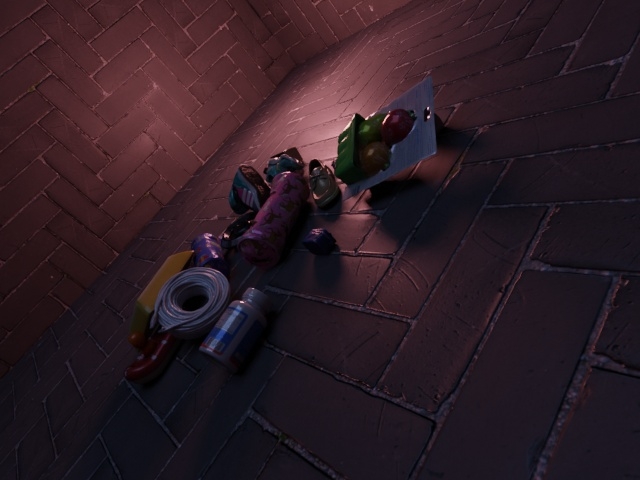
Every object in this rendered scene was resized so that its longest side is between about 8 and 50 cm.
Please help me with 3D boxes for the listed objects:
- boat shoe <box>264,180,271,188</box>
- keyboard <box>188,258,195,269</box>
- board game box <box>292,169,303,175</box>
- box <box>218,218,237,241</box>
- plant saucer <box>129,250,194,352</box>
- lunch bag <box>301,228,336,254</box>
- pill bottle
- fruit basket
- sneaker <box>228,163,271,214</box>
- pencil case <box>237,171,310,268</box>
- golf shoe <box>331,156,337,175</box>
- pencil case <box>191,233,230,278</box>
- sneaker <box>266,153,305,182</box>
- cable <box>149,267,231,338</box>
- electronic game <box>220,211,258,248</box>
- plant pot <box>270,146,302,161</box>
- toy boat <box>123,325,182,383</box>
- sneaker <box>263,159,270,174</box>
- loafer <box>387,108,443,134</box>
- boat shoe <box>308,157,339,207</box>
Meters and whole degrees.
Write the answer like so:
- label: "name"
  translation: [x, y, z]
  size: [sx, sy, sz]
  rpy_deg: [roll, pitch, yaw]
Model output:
- label: "boat shoe"
  translation: [-0.233, -0.199, 1.973]
  size: [0.080, 0.076, 0.228]
  rpy_deg: [-45, 36, 18]
- label: "keyboard"
  translation: [-0.537, 0.133, 1.981]
  size: [0.201, 0.033, 0.317]
  rpy_deg: [-39, 27, 6]
- label: "board game box"
  translation: [-0.150, -0.266, 2.050]
  size: [0.103, 0.026, 0.154]
  rpy_deg: [-8, 42, 50]
- label: "box"
  translation: [-0.413, -0.039, 2.072]
  size: [0.136, 0.028, 0.081]
  rpy_deg: [-50, 27, -10]
- label: "plant saucer"
  translation: [-0.628, 0.221, 1.752]
  size: [0.332, 0.081, 0.332]
  rpy_deg: [-56, 8, 45]
- label: "lunch bag"
  translation: [0.000, 0.000, 1.395]
  size: [0.098, 0.067, 0.065]
  rpy_deg: [0, 49, 53]
- label: "pill bottle"
  translation: [-0.227, 0.248, 1.274]
  size: [0.124, 0.124, 0.221]
  rpy_deg: [-6, 43, 51]
- label: "fruit basket"
  translation: [0.214, -0.309, 1.426]
  size: [0.353, 0.165, 0.326]
  rpy_deg: [-22, 49, 35]
- label: "sneaker"
  translation: [-0.285, -0.151, 1.885]
  size: [0.124, 0.295, 0.178]
  rpy_deg: [-13, -29, -44]
- label: "pencil case"
  translation: [-0.164, -0.080, 1.644]
  size: [0.160, 0.167, 0.386]
  rpy_deg: [14, 48, 7]
- label: "golf shoe"
  translation: [0.081, -0.276, 1.709]
  size: [0.094, 0.077, 0.198]
  rpy_deg: [-35, 18, 39]
- label: "pencil case"
  translation: [-0.438, 0.074, 1.810]
  size: [0.119, 0.133, 0.306]
  rpy_deg: [-59, 28, 8]
- label: "sneaker"
  translation: [-0.160, -0.310, 2.019]
  size: [0.275, 0.107, 0.109]
  rpy_deg: [-2, 66, 59]
- label: "cable"
  translation: [-0.428, 0.210, 1.539]
  size: [0.257, 0.089, 0.257]
  rpy_deg: [-7, 47, 0]
- label: "electronic game"
  translation: [-0.328, -0.046, 1.939]
  size: [0.229, 0.048, 0.229]
  rpy_deg: [-25, 30, 15]
- label: "plant pot"
  translation: [-0.149, -0.383, 2.149]
  size: [0.109, 0.109, 0.096]
  rpy_deg: [-11, 27, 47]
- label: "toy boat"
  translation: [-0.598, 0.372, 1.566]
  size: [0.151, 0.151, 0.231]
  rpy_deg: [-17, 36, 42]
- label: "sneaker"
  translation: [-0.235, -0.357, 2.279]
  size: [0.077, 0.072, 0.178]
  rpy_deg: [-61, 21, -10]
- label: "loafer"
  translation: [0.304, -0.426, 1.566]
  size: [0.112, 0.111, 0.319]
  rpy_deg: [-44, 26, -3]
- label: "boat shoe"
  translation: [-0.003, -0.221, 1.697]
  size: [0.109, 0.098, 0.302]
  rpy_deg: [-34, 27, 17]
